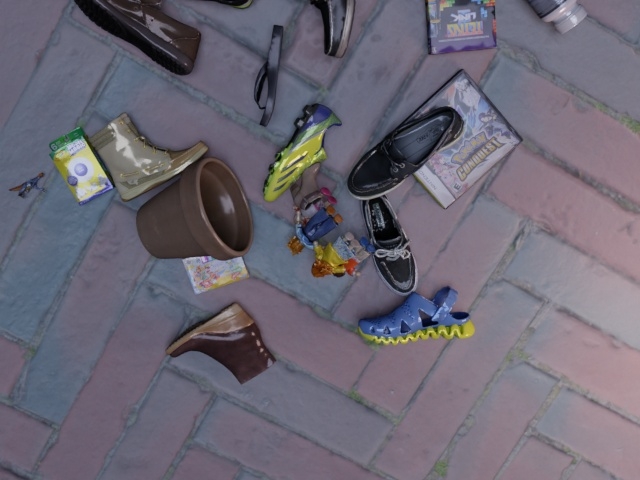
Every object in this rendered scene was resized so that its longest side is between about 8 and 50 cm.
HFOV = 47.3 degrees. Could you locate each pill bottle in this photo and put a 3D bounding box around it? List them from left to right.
[{"bbox_3d":[0.573,-0.607,1.810,0.108,0.108,0.180,-40,100,6],"label":"pill bottle"}]

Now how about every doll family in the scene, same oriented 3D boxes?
[{"bbox_3d":[0.000,0.000,1.876,0.163,0.118,0.263,-41,82,31],"label":"doll family"}]

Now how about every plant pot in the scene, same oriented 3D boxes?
[{"bbox_3d":[-0.329,-0.055,1.846,0.229,0.263,0.263,-17,102,21],"label":"plant pot"}]

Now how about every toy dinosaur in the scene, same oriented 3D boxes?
[{"bbox_3d":[-0.759,-0.149,1.899,0.090,0.047,0.082,28,81,4],"label":"toy dinosaur"}]

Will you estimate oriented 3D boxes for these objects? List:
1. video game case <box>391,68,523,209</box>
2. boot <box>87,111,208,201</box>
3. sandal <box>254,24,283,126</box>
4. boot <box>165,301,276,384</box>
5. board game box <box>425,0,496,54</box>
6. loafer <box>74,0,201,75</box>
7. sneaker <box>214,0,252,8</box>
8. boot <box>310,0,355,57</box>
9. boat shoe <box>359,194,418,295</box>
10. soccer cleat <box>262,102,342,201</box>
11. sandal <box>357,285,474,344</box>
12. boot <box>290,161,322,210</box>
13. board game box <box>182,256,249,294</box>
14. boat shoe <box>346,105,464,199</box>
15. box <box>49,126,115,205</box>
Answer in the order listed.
[{"bbox_3d":[0.346,-0.261,1.909,0.275,0.035,0.248,-42,99,7],"label":"video game case"},{"bbox_3d":[-0.439,-0.242,1.864,0.262,0.095,0.203,-27,100,8],"label":"boot"},{"bbox_3d":[-0.135,-0.413,1.841,0.054,0.097,0.254,7,91,-4],"label":"sandal"},{"bbox_3d":[-0.269,0.308,1.977,0.248,0.090,0.207,-30,99,1],"label":"boot"},{"bbox_3d":[0.354,-0.549,1.846,0.170,0.048,0.141,-6,100,0],"label":"board game box"},{"bbox_3d":[-0.451,-0.557,1.796,0.366,0.134,0.130,35,75,-18],"label":"loafer"},{"bbox_3d":[-0.273,-0.628,1.786,0.234,0.097,0.084,9,101,-3],"label":"sneaker"},{"bbox_3d":[-0.064,-0.631,1.750,0.284,0.138,0.377,-2,98,-12],"label":"boot"},{"bbox_3d":[0.186,0.010,1.923,0.113,0.105,0.306,-15,101,1],"label":"boat shoe"},{"bbox_3d":[-0.049,-0.212,1.880,0.121,0.093,0.289,30,100,-14],"label":"soccer cleat"},{"bbox_3d":[0.253,0.200,1.961,0.317,0.126,0.138,-7,101,-10],"label":"sandal"},{"bbox_3d":[-0.023,-0.134,1.860,0.118,0.042,0.087,-45,56,9],"label":"boot"},{"bbox_3d":[-0.280,0.072,1.962,0.154,0.026,0.103,-19,101,2],"label":"board game box"},{"bbox_3d":[0.208,-0.224,1.819,0.340,0.113,0.127,-28,75,3],"label":"boat shoe"},{"bbox_3d":[-0.621,-0.193,1.892,0.105,0.043,0.179,-28,99,4],"label":"box"}]
